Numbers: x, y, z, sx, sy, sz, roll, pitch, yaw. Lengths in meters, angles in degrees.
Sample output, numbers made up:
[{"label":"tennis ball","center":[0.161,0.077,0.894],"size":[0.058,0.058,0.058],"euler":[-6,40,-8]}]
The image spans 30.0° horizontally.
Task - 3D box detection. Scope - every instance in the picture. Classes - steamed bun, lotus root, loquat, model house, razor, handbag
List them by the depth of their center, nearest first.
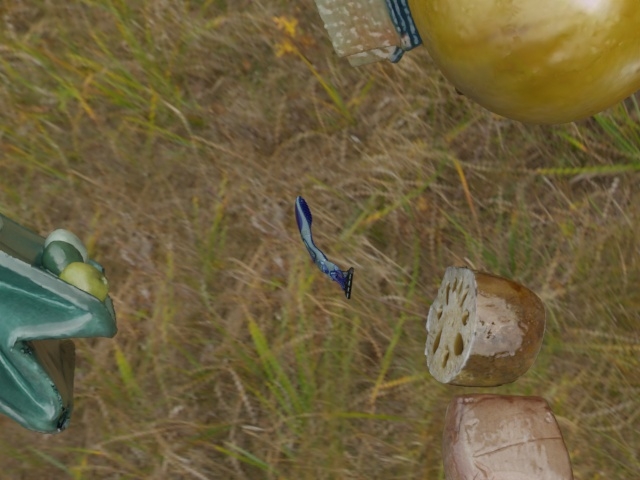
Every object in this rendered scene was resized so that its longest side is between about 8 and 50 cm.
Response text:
[{"label":"handbag","center":[-0.254,-0.009,0.783],"size":[0.274,0.269,0.100],"euler":[37,90,-14]},{"label":"lotus root","center":[0.152,0.087,1.134],"size":[0.081,0.122,0.112],"euler":[16,88,-16]},{"label":"loquat","center":[0.272,-0.302,1.345],"size":[0.359,0.328,0.328],"euler":[-50,61,37]},{"label":"razor","center":[-0.004,0.001,1.364],"size":[0.028,0.044,0.154],"euler":[-14,48,-20]},{"label":"steamed bun","center":[0.220,0.269,1.448],"size":[0.145,0.106,0.175],"euler":[-1,54,-8]},{"label":"model house","center":[0.138,-0.463,1.897],"size":[0.280,0.312,0.245],"euler":[-10,31,24]}]
